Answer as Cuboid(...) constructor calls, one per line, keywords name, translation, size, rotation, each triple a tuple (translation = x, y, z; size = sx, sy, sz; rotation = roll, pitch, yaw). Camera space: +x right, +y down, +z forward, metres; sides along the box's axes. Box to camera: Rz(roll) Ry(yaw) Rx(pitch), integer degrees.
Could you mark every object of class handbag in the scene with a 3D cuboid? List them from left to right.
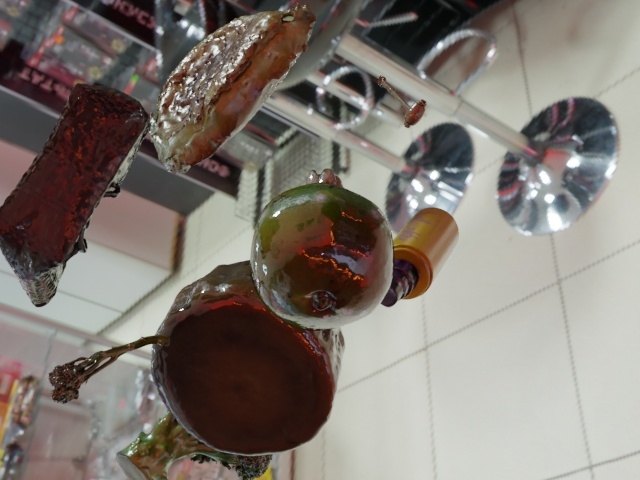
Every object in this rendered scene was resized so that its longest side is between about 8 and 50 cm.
Cuboid(name="handbag", translation=(-0.268, -0.056, 0.971), size=(0.270, 0.089, 0.175), rotation=(-63, 0, -14))

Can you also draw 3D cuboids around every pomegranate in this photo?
Cuboid(name="pomegranate", translation=(0.000, 0.000, 1.019), size=(0.180, 0.180, 0.209), rotation=(-42, 36, 34))

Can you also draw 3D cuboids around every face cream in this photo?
Cuboid(name="face cream", translation=(0.124, 0.027, 1.168), size=(0.078, 0.078, 0.273), rotation=(-48, -3, 27))

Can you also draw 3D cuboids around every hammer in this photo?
Cuboid(name="hammer", translation=(0.072, -0.134, 0.805), size=(0.029, 0.014, 0.123), rotation=(-52, 25, 14))

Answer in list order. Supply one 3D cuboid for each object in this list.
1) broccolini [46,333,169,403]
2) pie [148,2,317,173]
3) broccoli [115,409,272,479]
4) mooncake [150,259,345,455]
Cuboid(name="broccolini", translation=(-0.268, 0.156, 1.130), size=(0.054, 0.194, 0.052), rotation=(56, 134, 15))
Cuboid(name="pie", translation=(-0.153, -0.259, 1.408), size=(0.288, 0.103, 0.354), rotation=(3, 55, 57))
Cuboid(name="broccoli", translation=(-0.221, 0.341, 1.600), size=(0.297, 0.297, 0.297), rotation=(-40, 18, -31))
Cuboid(name="mooncake", translation=(-0.107, 0.174, 1.315), size=(0.290, 0.290, 0.161), rotation=(-51, 6, 23))
